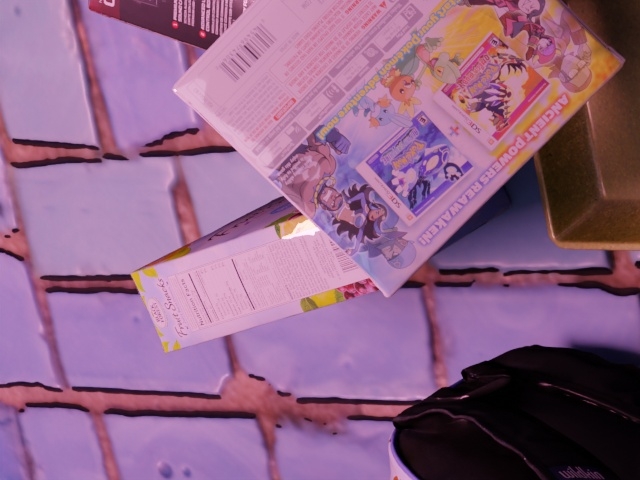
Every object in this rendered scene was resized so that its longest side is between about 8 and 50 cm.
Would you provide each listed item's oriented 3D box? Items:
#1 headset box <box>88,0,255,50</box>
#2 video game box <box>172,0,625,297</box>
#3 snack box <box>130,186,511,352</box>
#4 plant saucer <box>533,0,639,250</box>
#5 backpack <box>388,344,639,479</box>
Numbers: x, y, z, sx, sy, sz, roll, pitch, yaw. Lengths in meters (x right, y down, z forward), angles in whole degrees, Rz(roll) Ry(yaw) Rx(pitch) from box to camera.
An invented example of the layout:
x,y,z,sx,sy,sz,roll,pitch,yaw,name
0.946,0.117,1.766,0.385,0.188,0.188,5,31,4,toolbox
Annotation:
x,y,z,sx,sy,sz,roll,pitch,yaw,name
-0.034,-0.238,1.275,0.293,0.110,0.218,20,120,27,headset box
0.047,-0.102,1.142,0.187,0.048,0.205,45,98,-3,video game box
0.000,0.000,1.311,0.207,0.174,0.070,-20,96,39,snack box
0.204,-0.089,1.177,0.188,0.045,0.188,2,106,56,plant saucer
0.175,0.191,1.231,0.263,0.277,0.213,34,125,36,backpack
